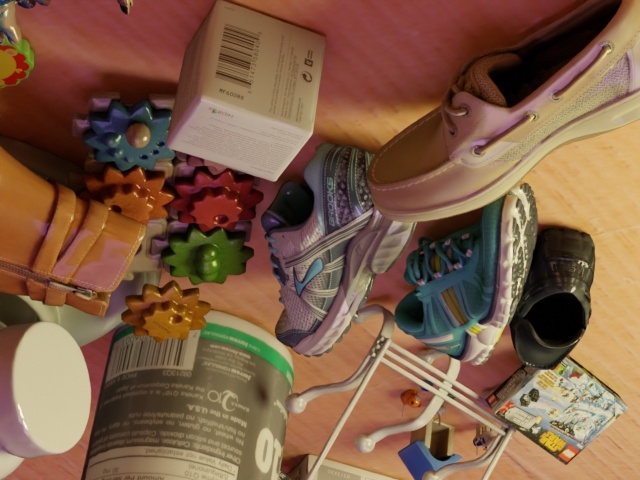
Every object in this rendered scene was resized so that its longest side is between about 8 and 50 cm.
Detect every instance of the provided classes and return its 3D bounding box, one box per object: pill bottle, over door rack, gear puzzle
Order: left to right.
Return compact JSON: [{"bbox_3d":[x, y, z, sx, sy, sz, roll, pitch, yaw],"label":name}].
[{"bbox_3d":[-0.378,0.157,1.780,0.301,0.169,0.169,-10,144,26],"label":"pill bottle"},{"bbox_3d":[-0.144,-0.005,1.702,0.175,0.044,0.339,2,140,-8],"label":"gear puzzle"},{"bbox_3d":[-0.149,0.268,1.915,0.204,0.361,0.204,7,149,4],"label":"pill bottle"},{"bbox_3d":[0.057,0.255,1.912,0.239,0.324,0.108,33,164,-36],"label":"over door rack"}]

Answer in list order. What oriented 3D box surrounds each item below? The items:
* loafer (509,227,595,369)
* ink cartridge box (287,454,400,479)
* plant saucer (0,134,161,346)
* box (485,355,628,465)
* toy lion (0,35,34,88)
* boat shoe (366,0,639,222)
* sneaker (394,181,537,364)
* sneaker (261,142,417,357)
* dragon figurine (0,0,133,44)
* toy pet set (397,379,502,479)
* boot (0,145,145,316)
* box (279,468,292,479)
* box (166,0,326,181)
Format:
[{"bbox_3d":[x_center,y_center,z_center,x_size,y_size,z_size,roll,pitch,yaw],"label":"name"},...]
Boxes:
[{"bbox_3d":[0.220,0.072,1.785,0.076,0.078,0.223,7,149,2],"label":"loafer"},{"bbox_3d":[0.024,0.347,2.305,0.181,0.056,0.224,17,146,-15],"label":"ink cartridge box"},{"bbox_3d":[-0.360,0.033,1.833,0.400,0.100,0.400,5,149,3],"label":"plant saucer"},{"bbox_3d":[0.248,0.171,1.947,0.094,0.027,0.137,-44,129,10],"label":"box"},{"bbox_3d":[-0.288,-0.163,1.564,0.096,0.034,0.100,8,149,-14],"label":"toy lion"},{"bbox_3d":[0.146,-0.111,1.485,0.302,0.109,0.098,-25,131,34],"label":"boat shoe"},{"bbox_3d":[0.133,0.034,1.729,0.110,0.107,0.275,19,148,0],"label":"sneaker"},{"bbox_3d":[0.000,0.000,1.719,0.122,0.110,0.283,25,139,-5],"label":"sneaker"},{"bbox_3d":[-0.212,-0.240,1.364,0.144,0.085,0.289,4,150,6],"label":"dragon figurine"},{"bbox_3d":[0.133,0.220,2.060,0.122,0.065,0.114,22,146,-22],"label":"toy pet set"},{"bbox_3d":[-0.257,-0.033,1.588,0.220,0.109,0.283,20,141,-5],"label":"boot"},{"bbox_3d":[-0.065,0.282,2.205,0.083,0.018,0.067,46,149,11],"label":"box"},{"bbox_3d":[-0.060,-0.120,1.511,0.102,0.101,0.087,18,148,-17],"label":"box"}]
